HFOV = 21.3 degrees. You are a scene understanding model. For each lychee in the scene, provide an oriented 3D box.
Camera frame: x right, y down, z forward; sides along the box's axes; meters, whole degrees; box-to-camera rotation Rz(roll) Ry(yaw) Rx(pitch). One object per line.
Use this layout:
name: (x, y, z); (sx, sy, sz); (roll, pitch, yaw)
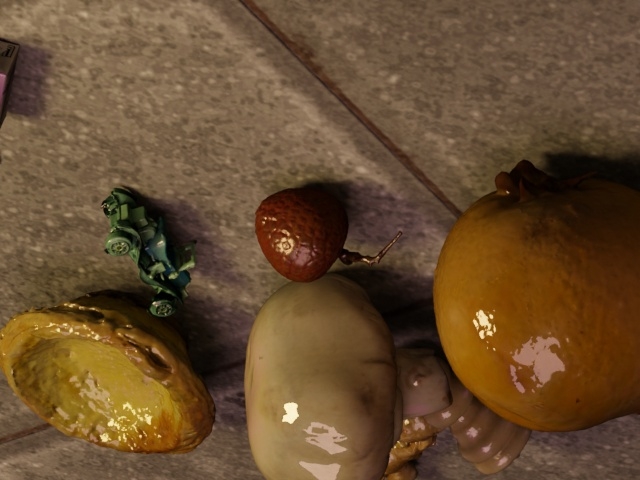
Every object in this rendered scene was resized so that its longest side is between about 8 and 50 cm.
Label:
lychee: (-0.006, -0.001, 1.813); (0.140, 0.101, 0.114); (46, 148, 19)

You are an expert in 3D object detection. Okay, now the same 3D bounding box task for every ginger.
ginger: (0.097, 0.248, 2.141); (0.176, 0.052, 0.193); (-17, 131, 42)

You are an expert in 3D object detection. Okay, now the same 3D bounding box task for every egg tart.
egg tart: (-0.251, 0.154, 2.092); (0.294, 0.123, 0.294); (13, 144, 10)

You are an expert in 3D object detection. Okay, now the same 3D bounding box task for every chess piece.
chess piece: (0.165, 0.196, 2.035); (0.170, 0.094, 0.094); (39, 137, -16)

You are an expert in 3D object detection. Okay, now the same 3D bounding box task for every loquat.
loquat: (0.237, 0.052, 1.695); (0.275, 0.274, 0.275); (10, 142, 8)

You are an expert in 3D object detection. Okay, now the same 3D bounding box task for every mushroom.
mushroom: (0.033, 0.169, 1.924); (0.234, 0.254, 0.260); (1, 103, -13)

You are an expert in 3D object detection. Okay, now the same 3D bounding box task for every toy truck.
toy truck: (-0.187, 0.009, 1.927); (0.078, 0.080, 0.154); (-21, 133, 10)

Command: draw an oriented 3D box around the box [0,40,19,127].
box: (-0.347, -0.156, 1.787); (0.036, 0.050, 0.117); (18, 138, -5)
